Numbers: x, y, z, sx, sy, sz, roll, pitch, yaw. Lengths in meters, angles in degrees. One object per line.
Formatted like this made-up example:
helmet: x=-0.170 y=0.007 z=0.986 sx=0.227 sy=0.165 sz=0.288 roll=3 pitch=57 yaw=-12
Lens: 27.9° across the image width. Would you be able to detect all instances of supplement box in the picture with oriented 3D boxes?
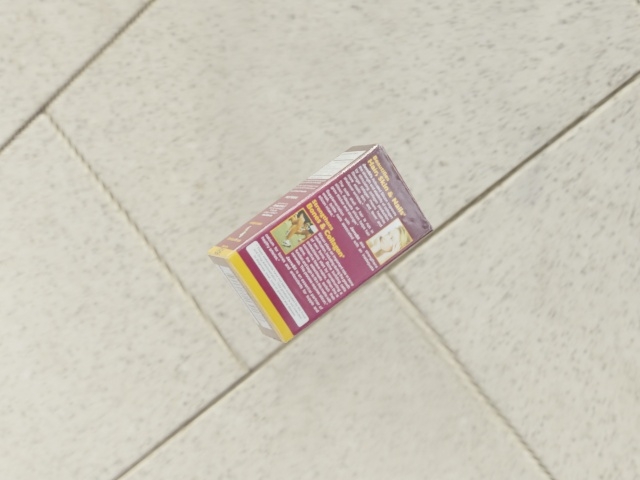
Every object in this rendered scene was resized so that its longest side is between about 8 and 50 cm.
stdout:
supplement box: x=0.000 y=0.000 z=1.252 sx=0.188 sy=0.081 sz=0.104 roll=-37 pitch=104 yaw=-14
